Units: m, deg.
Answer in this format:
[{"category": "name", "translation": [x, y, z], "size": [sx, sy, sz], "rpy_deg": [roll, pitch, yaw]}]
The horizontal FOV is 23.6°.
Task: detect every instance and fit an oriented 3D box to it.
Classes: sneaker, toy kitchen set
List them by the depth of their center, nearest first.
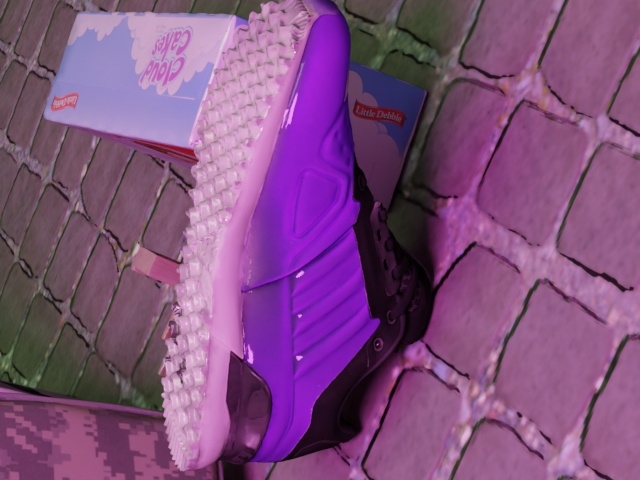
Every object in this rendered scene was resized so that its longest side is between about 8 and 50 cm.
[{"category": "sneaker", "translation": [0.000, 0.000, 0.899], "size": [0.102, 0.146, 0.293], "rpy_deg": [-123, 41, -60]}, {"category": "toy kitchen set", "translation": [-0.118, 0.054, 1.127], "size": [0.068, 0.075, 0.083], "rpy_deg": [23, 89, 60]}]

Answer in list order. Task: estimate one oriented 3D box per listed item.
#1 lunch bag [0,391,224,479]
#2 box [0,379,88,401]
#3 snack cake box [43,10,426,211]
[{"category": "lunch bag", "translation": [-0.184, 0.289, 0.994], "size": [0.256, 0.212, 0.305], "rpy_deg": [116, 154, -44]}, {"category": "box", "translation": [-0.297, 0.138, 1.160], "size": [0.169, 0.290, 0.087], "rpy_deg": [5, 79, 56]}, {"category": "snack cake box", "translation": [-0.069, -0.093, 1.057], "size": [0.264, 0.152, 0.089], "rpy_deg": [15, 86, 59]}]
